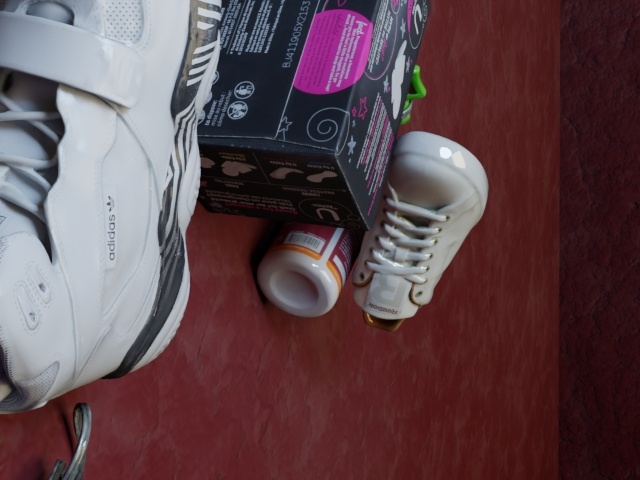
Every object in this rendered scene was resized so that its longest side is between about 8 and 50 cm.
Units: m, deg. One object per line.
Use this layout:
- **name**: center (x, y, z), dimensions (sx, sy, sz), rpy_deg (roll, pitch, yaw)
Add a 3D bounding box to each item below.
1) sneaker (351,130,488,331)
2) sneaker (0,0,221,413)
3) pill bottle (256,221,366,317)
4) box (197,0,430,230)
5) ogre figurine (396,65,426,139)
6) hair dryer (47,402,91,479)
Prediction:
- **sneaker**: center (0.091, 0.008, 1.034), dimensions (0.290, 0.106, 0.123), rpy_deg (94, 15, -63)
- **sneaker**: center (-0.162, -0.056, 0.605), dimensions (0.210, 0.137, 0.366), rpy_deg (-41, 140, -61)
- **pill bottle**: center (0.000, 0.000, 1.096), dimensions (0.152, 0.086, 0.086), rpy_deg (-61, 148, -43)
- **box**: center (-0.015, -0.151, 0.929), dimensions (0.142, 0.163, 0.247), rpy_deg (61, 40, -59)
- **ogre figurine**: center (0.073, -0.164, 1.229), dimensions (0.197, 0.097, 0.118), rpy_deg (-58, 159, -28)
- **hair dryer**: center (-0.191, 0.268, 0.690), dimensions (0.223, 0.080, 0.293), rpy_deg (-13, 115, -76)
